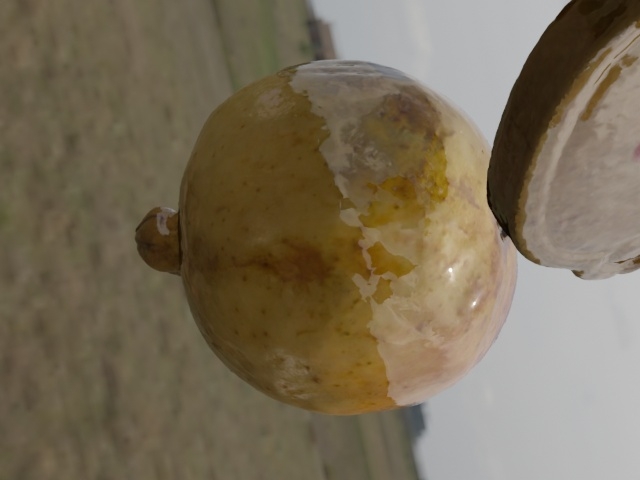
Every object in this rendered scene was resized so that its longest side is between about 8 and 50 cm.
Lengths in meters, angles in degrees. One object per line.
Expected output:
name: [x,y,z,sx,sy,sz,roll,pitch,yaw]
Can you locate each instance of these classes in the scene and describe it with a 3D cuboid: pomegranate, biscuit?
pomegranate: [0.000,0.000,1.969,0.410,0.410,0.410,-13,90,-89]
biscuit: [0.281,-0.122,1.273,0.074,0.381,0.359,56,-25,30]
